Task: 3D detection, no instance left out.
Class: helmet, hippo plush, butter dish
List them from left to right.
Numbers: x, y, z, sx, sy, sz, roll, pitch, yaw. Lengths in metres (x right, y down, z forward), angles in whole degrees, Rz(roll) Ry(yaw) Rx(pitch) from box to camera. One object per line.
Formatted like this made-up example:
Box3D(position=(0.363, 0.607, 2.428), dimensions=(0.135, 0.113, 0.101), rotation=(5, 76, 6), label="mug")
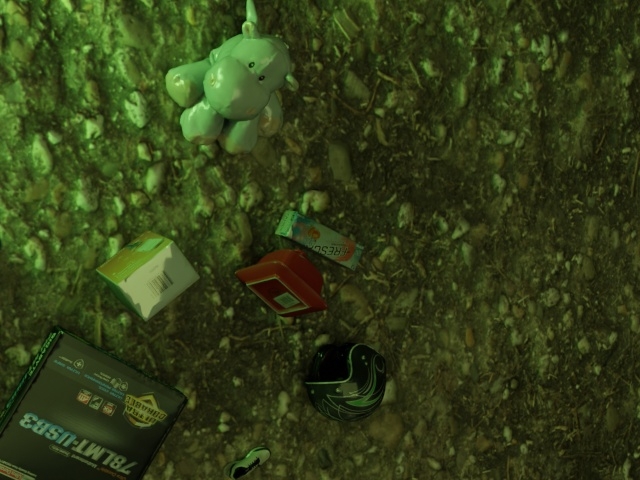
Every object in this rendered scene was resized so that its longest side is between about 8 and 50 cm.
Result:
Box3D(position=(-0.123, -0.289, 1.726), dimensions=(0.294, 0.236, 0.234), rotation=(-45, 113, -15), label="hippo plush")
Box3D(position=(-0.064, 0.069, 1.869), dimensions=(0.160, 0.160, 0.118), rotation=(45, 53, -24), label="butter dish")
Box3D(position=(0.054, 0.304, 1.933), dimensions=(0.169, 0.169, 0.162), rotation=(33, 65, -26), label="helmet")

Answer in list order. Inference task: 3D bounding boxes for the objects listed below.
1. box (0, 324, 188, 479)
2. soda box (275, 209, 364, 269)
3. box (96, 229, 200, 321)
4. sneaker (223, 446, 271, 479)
Box3D(position=(-0.450, 0.357, 1.738), dimensions=(0.295, 0.073, 0.293), rotation=(34, 80, -25), label="box")
Box3D(position=(0.000, 0.000, 1.922), dimensions=(0.183, 0.063, 0.058), rotation=(26, 84, -27), label="soda box")
Box3D(position=(-0.324, 0.062, 1.706), dimensions=(0.130, 0.170, 0.091), rotation=(-41, 113, -17), label="box")
Box3D(position=(-0.148, 0.470, 1.918), dimensions=(0.109, 0.043, 0.040), rotation=(-27, 106, -23), label="sneaker")
